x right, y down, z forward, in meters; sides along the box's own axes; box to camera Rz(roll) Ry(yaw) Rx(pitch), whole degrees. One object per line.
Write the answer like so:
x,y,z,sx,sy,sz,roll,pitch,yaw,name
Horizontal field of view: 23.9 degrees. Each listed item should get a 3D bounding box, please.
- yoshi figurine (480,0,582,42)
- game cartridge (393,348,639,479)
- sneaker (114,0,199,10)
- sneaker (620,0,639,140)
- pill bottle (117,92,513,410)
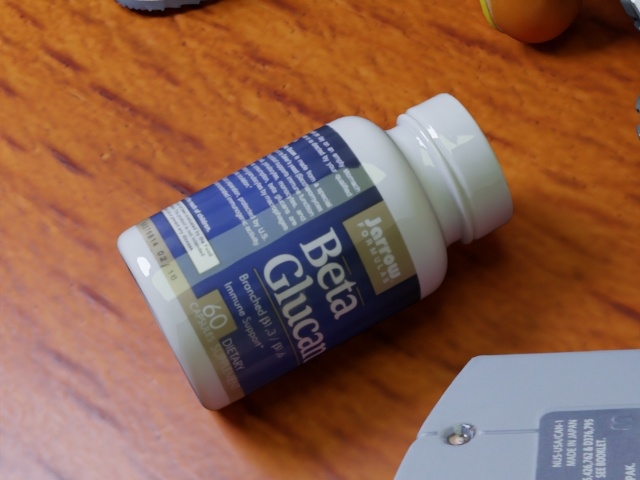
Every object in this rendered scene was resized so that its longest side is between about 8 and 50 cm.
0.269,-0.168,0.747,0.362,0.204,0.203,0,9,35,yoshi figurine
0.110,0.134,0.521,0.196,0.060,0.294,0,29,11,game cartridge
0.002,-0.249,0.887,0.319,0.131,0.112,-25,48,-5,sneaker
0.186,-0.060,0.597,0.108,0.100,0.272,-20,54,26,sneaker
0.000,0.000,0.702,0.169,0.094,0.094,-29,49,-7,pill bottle
